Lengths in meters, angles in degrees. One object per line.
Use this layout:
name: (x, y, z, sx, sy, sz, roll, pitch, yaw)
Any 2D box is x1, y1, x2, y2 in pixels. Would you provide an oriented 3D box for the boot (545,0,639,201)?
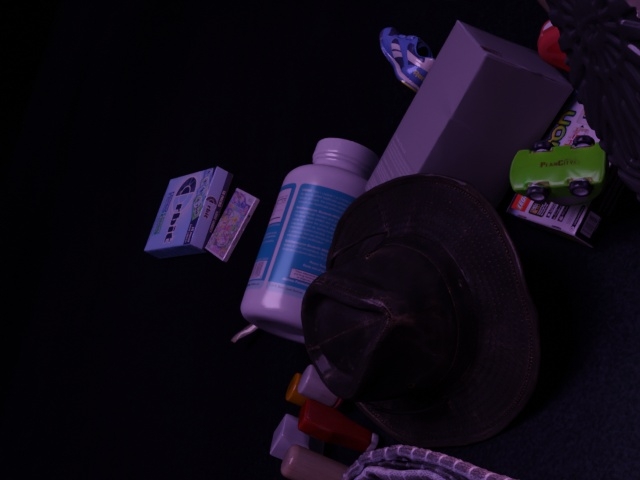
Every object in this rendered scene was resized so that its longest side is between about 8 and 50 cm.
boot: (0.403, -0.262, 0.753, 0.445, 0.367, 0.146, -28, 10, -9)

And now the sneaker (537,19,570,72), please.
sneaker: (0.283, -0.137, 0.868, 0.221, 0.087, 0.128, 18, 72, 39)

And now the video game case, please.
video game case: (-0.154, -0.028, 1.628, 0.122, 0.011, 0.087, -62, 31, 0)

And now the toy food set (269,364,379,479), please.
toy food set: (0.007, 0.247, 1.131, 0.111, 0.105, 0.232, -60, 10, 30)

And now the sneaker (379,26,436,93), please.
sneaker: (0.131, -0.272, 1.366, 0.059, 0.053, 0.144, -47, 43, 24)

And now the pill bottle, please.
pill bottle: (0.000, 0.000, 1.252, 0.146, 0.146, 0.264, -4, 63, 55)

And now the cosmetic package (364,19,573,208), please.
cosmetic package: (0.165, -0.116, 1.079, 0.238, 0.127, 0.107, -61, 28, 24)

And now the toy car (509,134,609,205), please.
toy car: (0.299, -0.070, 0.910, 0.225, 0.053, 0.239, -4, 61, 31)

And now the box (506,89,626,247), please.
box: (0.293, -0.103, 1.009, 0.207, 0.036, 0.114, -62, 31, 0)

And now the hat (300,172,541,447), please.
hat: (0.065, 0.084, 0.997, 0.331, 0.134, 0.331, 10, 103, 51)

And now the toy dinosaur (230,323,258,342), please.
toy dinosaur: (-0.053, 0.037, 1.390, 0.118, 0.064, 0.268, 7, 74, 64)

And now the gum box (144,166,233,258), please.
gum box: (-0.248, -0.050, 1.754, 0.184, 0.041, 0.156, -6, 61, 53)

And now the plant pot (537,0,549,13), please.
plant pot: (0.319, -0.303, 0.951, 0.284, 0.284, 0.190, 11, 112, 58)

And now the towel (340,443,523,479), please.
towel: (0.174, 0.253, 0.721, 0.284, 0.235, 0.121, -7, 55, 53)
